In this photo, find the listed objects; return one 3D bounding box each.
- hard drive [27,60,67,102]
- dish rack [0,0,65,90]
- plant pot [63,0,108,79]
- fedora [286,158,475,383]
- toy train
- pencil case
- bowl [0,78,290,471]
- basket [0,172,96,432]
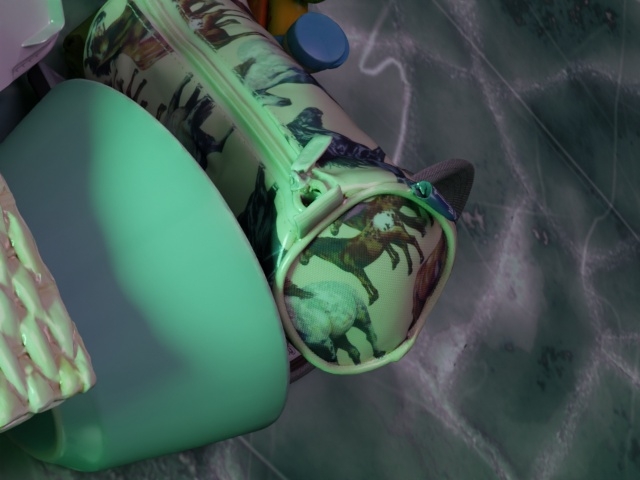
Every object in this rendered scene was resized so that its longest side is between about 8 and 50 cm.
[{"bbox_3d":[-0.193,-0.089,1.559,0.094,0.022,0.135,38,11,-40],"label":"hard drive"},{"bbox_3d":[-0.297,-0.238,1.427,0.285,0.072,0.332,-47,141,-46],"label":"dish rack"},{"bbox_3d":[-0.183,-0.176,1.640,0.079,0.083,0.083,-35,98,-34],"label":"plant pot"},{"bbox_3d":[0.000,0.000,1.652,0.124,0.243,0.275,41,70,15],"label":"fedora"},{"bbox_3d":[-0.032,-0.227,1.747,0.105,0.143,0.248,22,54,-27],"label":"toy train"},{"bbox_3d":[-0.052,-0.078,1.487,0.160,0.410,0.183,-27,134,-13],"label":"pencil case"},{"bbox_3d":[-0.183,0.051,1.398,0.163,0.311,0.311,-32,96,-28],"label":"bowl"},{"bbox_3d":[-0.380,0.033,1.205,0.328,0.266,0.331,-23,87,-47],"label":"basket"}]
